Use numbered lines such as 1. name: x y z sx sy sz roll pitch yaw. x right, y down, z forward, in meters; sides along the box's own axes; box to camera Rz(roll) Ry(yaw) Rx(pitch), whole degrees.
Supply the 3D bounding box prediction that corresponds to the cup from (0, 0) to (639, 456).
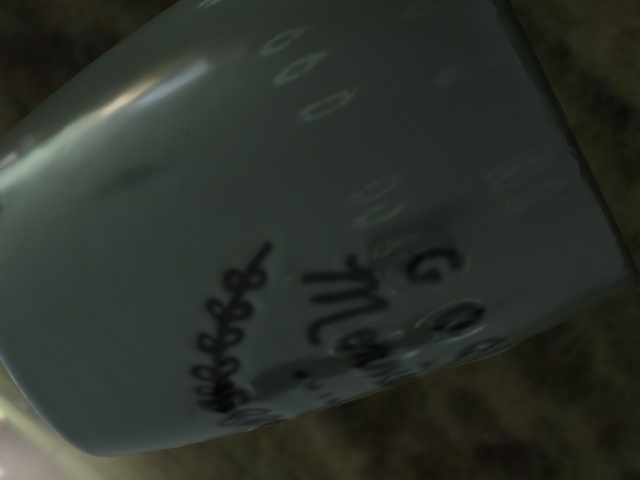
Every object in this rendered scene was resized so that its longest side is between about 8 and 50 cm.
1. cup: 0.000 0.000 0.722 0.258 0.234 0.186 50 -163 -52
